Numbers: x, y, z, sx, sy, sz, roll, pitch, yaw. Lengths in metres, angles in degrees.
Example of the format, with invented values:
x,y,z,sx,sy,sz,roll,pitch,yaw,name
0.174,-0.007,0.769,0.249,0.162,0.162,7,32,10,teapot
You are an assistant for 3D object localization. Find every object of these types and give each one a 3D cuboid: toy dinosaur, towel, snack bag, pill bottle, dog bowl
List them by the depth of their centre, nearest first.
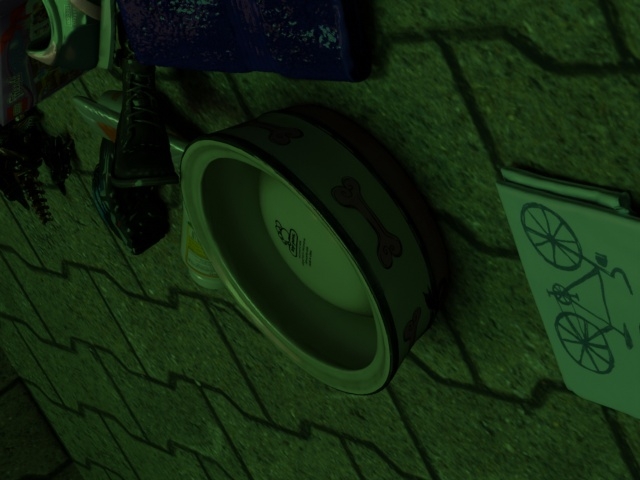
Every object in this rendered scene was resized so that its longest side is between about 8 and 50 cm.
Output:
x,y,z,sx,sy,sz,roll,pitch,yaw,name
0.352,0.083,1.517,0.342,0.037,0.323,19,140,50,snack bag
-0.102,-0.278,1.627,0.308,0.076,0.228,7,135,21,towel
0.000,0.000,1.872,0.408,0.150,0.408,40,153,25,dog bowl
-0.155,-0.011,2.155,0.117,0.117,0.208,44,153,18,pill bottle
-0.556,-0.173,2.646,0.322,0.164,0.218,49,177,-39,toy dinosaur

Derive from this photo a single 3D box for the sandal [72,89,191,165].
x,y,z,sx,sy,sz,roll,pitch,yaw,name
-0.253,-0.176,2.171,0.265,0.076,0.102,23,162,12,sandal

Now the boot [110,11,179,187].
x,y,z,sx,sy,sz,roll,pitch,yaw,name
-0.254,-0.205,1.962,0.263,0.091,0.229,-124,33,-64,boot

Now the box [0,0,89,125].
x,y,z,sx,sy,sz,roll,pitch,yaw,name
-0.411,-0.312,2.098,0.057,0.201,0.293,46,154,13,box

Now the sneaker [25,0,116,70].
x,y,z,sx,sy,sz,roll,pitch,yaw,name
-0.340,-0.375,1.887,0.112,0.131,0.319,-108,18,-62,sneaker

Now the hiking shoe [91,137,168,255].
x,y,z,sx,sy,sz,roll,pitch,yaw,name
-0.343,-0.097,2.364,0.132,0.113,0.304,39,152,24,hiking shoe
